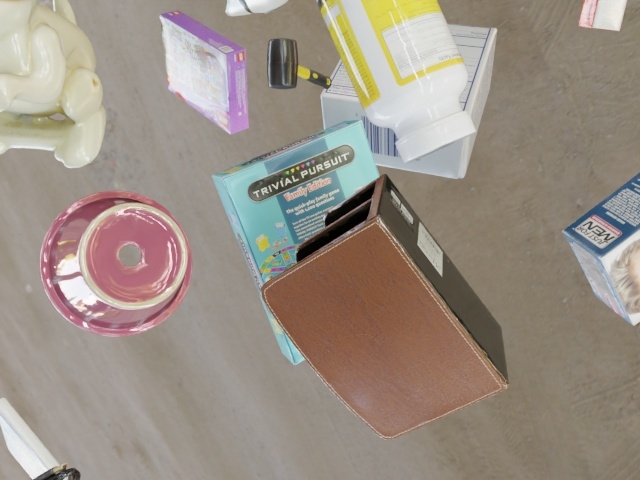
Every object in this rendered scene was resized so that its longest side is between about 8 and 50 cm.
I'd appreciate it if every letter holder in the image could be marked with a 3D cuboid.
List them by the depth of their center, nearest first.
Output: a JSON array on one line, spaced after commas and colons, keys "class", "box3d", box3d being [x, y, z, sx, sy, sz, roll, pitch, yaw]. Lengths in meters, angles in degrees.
[{"class": "letter holder", "box3d": [0.087, 0.102, 1.034, 0.214, 0.152, 0.302, -33, 107, 22]}]

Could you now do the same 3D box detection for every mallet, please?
[{"class": "mallet", "box3d": [-0.022, -0.215, 0.989, 0.039, 0.190, 0.062, 3, 87, 20]}]

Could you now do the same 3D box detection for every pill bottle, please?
[{"class": "pill bottle", "box3d": [0.075, -0.171, 0.693, 0.103, 0.103, 0.184, -23, 91, 47]}]

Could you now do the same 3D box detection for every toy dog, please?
[{"class": "toy dog", "box3d": [-0.558, -0.375, 1.346, 0.285, 0.395, 0.408, 15, 155, 14]}]

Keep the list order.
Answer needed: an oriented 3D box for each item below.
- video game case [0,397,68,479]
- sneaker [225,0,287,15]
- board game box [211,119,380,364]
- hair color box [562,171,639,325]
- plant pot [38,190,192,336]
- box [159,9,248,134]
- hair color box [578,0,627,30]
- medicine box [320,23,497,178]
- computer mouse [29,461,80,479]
[{"class": "video game case", "box3d": [-0.453, 0.361, 1.186, 0.190, 0.022, 0.173, 41, 143, 20]}, {"class": "sneaker", "box3d": [-0.148, -0.407, 0.872, 0.146, 0.122, 0.330, -17, 125, 25]}, {"class": "board game box", "box3d": [0.000, 0.000, 1.242, 0.079, 0.254, 0.336, 21, 133, 68]}, {"class": "hair color box", "box3d": [0.573, -0.043, 1.157, 0.174, 0.347, 0.105, 51, -178, -32]}, {"class": "plant pot", "box3d": [-0.254, 0.027, 0.956, 0.201, 0.201, 0.180, 61, 157, -8]}, {"class": "box", "box3d": [-0.277, -0.404, 1.755, 0.293, 0.057, 0.200, 38, 140, 37]}, {"class": "hair color box", "box3d": [0.551, -0.479, 1.416, 0.043, 0.072, 0.141, -136, 49, -60]}, {"class": "medicine box", "box3d": [0.171, -0.278, 1.383, 0.264, 0.289, 0.149, 11, 138, 15]}, {"class": "computer mouse", "box3d": [-0.322, 0.343, 0.839, 0.042, 0.106, 0.193, 66, 177, -31]}]
